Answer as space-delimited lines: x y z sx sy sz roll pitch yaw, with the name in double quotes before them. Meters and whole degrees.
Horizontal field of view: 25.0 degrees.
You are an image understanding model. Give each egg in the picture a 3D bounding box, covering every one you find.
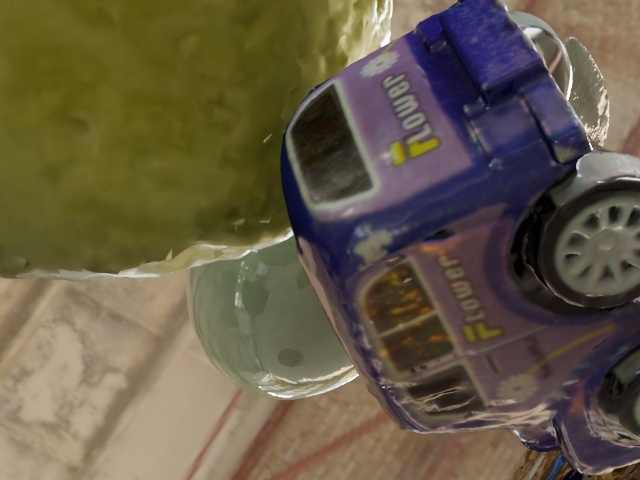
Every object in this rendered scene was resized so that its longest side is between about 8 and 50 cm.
"egg" 0.000 0.000 1.134 0.183 0.183 0.264 29 -91 -49

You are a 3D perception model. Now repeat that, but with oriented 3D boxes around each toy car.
"toy car" 0.080 0.011 0.682 0.158 0.172 0.235 -25 -55 5

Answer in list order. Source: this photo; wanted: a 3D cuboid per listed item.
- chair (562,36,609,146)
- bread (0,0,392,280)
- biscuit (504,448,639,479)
"chair" 0.138 -0.027 1.324 0.160 0.186 0.319 57 -136 -44
"bread" -0.111 -0.151 0.782 0.348 0.348 0.308 -16 -74 -40
"biscuit" 0.146 0.154 0.864 0.180 0.039 0.236 -54 1 -14
